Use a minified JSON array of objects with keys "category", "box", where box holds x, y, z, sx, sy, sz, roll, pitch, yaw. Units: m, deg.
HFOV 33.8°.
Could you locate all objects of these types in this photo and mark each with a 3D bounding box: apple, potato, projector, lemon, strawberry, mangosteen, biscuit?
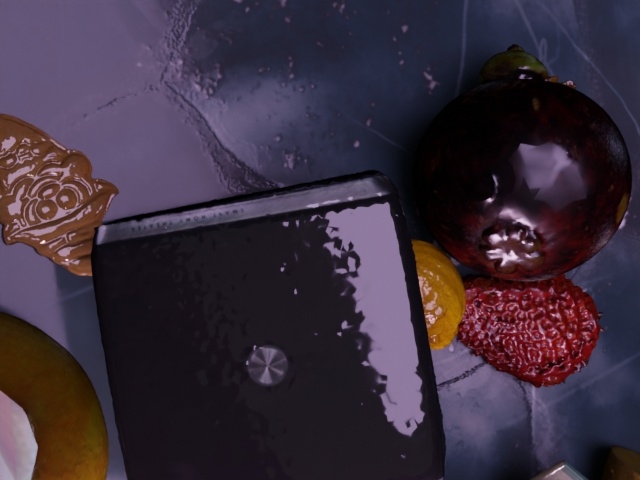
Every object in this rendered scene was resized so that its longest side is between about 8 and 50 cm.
[{"category":"apple","box":[-0.427,0.266,1.201,0.374,0.374,0.384,47,74,-14]},{"category":"potato","box":[0.515,0.437,1.664,0.203,0.178,0.158,24,98,-41]},{"category":"projector","box":[-0.062,0.141,1.349,0.395,0.242,0.405,-11,94,-1]},{"category":"lemon","box":[0.140,0.079,1.522,0.142,0.142,0.187,-43,110,-16]},{"category":"strawberry","box":[0.328,0.128,1.613,0.286,0.106,0.188,14,83,-20]},{"category":"mangosteen","box":[0.294,-0.113,1.515,0.306,0.306,0.360,34,49,-17]},{"category":"biscuit","box":[-0.362,-0.061,1.395,0.162,0.035,0.250,-38,101,-21]}]

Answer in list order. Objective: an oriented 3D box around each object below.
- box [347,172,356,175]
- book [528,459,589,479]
[{"category":"box","box":[0.000,0.000,1.530,0.198,0.029,0.109,-36,102,-17]},{"category":"book","box":[0.388,0.465,1.607,0.282,0.025,0.215,39,121,-14]}]
